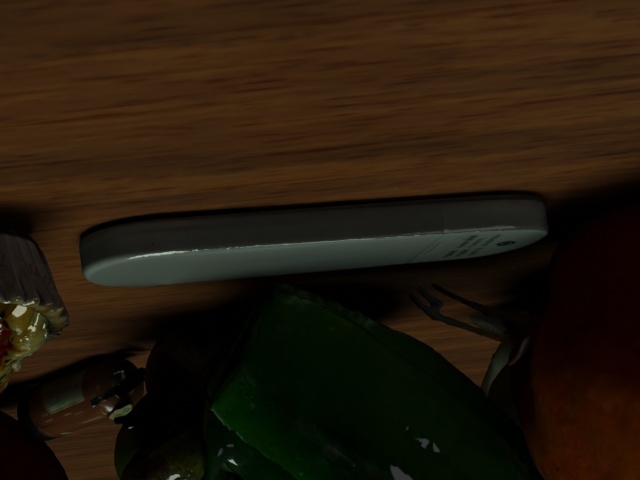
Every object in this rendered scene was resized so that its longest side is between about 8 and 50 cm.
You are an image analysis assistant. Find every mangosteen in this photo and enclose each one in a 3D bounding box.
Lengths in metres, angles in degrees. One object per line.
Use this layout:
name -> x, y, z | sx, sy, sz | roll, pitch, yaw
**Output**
mangosteen -> -0.029, 0.149, 0.974 | 0.243, 0.243, 0.243 | -7, 168, -2

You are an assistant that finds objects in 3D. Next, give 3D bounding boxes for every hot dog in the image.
hot dog -> -0.203, 0.048, 0.699 | 0.131, 0.069, 0.253 | 0, 165, -27

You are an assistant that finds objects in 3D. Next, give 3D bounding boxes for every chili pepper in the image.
chili pepper -> 0.056, 0.202, 0.801 | 0.213, 0.385, 0.167 | -42, -167, 8

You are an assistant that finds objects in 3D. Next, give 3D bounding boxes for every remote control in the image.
remote control -> 0.000, 0.000, 0.711 | 0.245, 0.022, 0.077 | -5, 170, -14

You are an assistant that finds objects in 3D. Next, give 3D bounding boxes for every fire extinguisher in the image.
fire extinguisher -> -0.185, 0.125, 1.096 | 0.062, 0.050, 0.177 | -29, -177, -39

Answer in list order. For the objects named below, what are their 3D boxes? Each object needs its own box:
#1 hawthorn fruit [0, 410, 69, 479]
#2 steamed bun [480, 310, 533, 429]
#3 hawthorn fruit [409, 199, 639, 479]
hawthorn fruit -> -0.341, 0.288, 1.165 | 0.277, 0.298, 0.277 | -3, 172, 0
steamed bun -> 0.252, 0.128, 1.023 | 0.275, 0.206, 0.320 | 9, 173, 4
hawthorn fruit -> 0.192, 0.070, 0.760 | 0.299, 0.211, 0.211 | 9, 171, 12
